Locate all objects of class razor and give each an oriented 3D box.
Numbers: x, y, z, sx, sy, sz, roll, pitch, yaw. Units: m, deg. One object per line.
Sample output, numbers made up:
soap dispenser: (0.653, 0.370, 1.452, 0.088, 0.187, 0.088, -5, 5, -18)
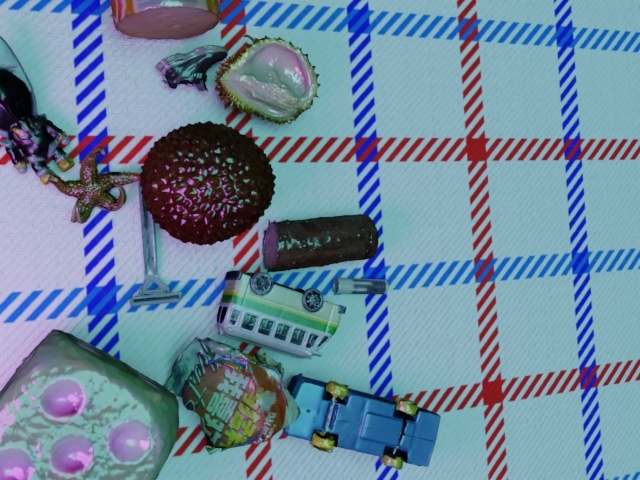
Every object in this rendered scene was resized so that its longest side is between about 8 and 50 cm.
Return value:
razor: (-0.382, 0.005, 1.502, 0.111, 0.056, 0.278, -4, 82, -23)

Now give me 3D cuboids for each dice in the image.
dice: (-0.478, 0.374, 1.299, 0.318, 0.322, 0.330, 38, 74, -15)

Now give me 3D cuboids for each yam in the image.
yam: (0.001, 0.001, 1.608, 0.279, 0.131, 0.131, -7, 90, -22)

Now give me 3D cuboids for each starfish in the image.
starfish: (-0.476, -0.125, 1.444, 0.190, 0.074, 0.146, -24, 112, -22)

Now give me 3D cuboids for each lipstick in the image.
lipstick: (0.102, 0.115, 1.684, 0.141, 0.040, 0.040, 4, 86, -21)

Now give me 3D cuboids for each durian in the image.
durian: (-0.126, -0.371, 1.567, 0.249, 0.138, 0.183, 12, 83, -23)

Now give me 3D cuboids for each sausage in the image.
sausage: (-0.349, -0.598, 1.443, 0.233, 0.233, 0.287, -12, 92, -21)

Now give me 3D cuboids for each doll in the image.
doll: (-0.633, -0.265, 1.384, 0.145, 0.103, 0.316, -31, 110, 5)

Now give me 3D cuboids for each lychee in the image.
lychee: (-0.243, -0.124, 1.442, 0.304, 0.276, 0.276, 16, 79, 25)

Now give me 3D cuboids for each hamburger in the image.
hamburger: (-0.193, 0.324, 1.497, 0.260, 0.150, 0.276, -37, 89, 23)

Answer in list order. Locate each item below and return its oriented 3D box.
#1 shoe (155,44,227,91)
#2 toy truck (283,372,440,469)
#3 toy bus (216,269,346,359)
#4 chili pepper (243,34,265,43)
shoe: (-0.285, -0.387, 1.544, 0.169, 0.071, 0.099, -21, 98, -17)
toy truck: (0.088, 0.430, 1.600, 0.385, 0.162, 0.161, 18, 82, -18)
toy bus: (-0.097, 0.174, 1.556, 0.276, 0.133, 0.165, 21, 80, -18)
chili pepper: (-0.107, -0.444, 1.623, 0.191, 0.050, 0.059, 32, 90, -28)
